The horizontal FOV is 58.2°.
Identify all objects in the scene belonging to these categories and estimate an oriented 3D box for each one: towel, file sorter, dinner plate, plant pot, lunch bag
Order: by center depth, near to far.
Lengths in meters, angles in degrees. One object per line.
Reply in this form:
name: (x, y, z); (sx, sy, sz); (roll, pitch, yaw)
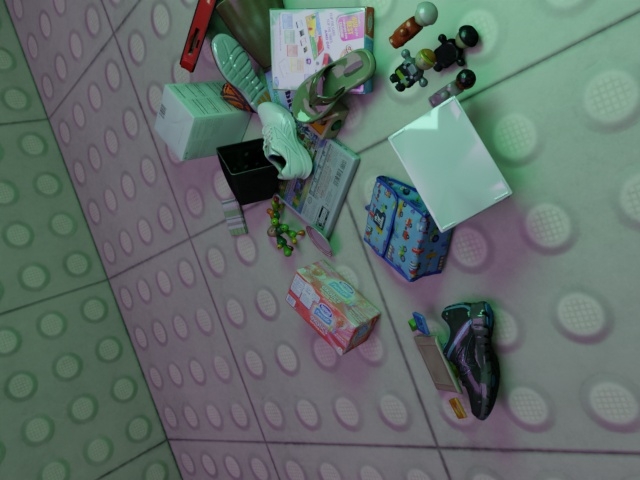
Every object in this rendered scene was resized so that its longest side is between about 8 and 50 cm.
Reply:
file sorter: (0.339, -0.188, 1.482); (0.192, 0.173, 0.278); (-31, 81, 18)
lunch bag: (0.239, -0.051, 1.719); (0.293, 0.138, 0.221); (38, 130, 45)
plant pot: (-0.187, -0.684, 1.851); (0.215, 0.215, 0.230); (-11, 112, 46)
dinner plate: (0.000, 0.000, 1.997); (0.141, 0.017, 0.141); (44, 161, 20)
plant pot: (-0.252, -0.238, 2.062); (0.187, 0.188, 0.167); (-125, 26, -42)
towel: (-0.350, -0.095, 2.345); (0.113, 0.023, 0.152); (-5, 103, 48)

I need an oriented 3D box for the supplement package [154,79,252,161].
supplement package: (-0.432, -0.445, 2.116); (0.198, 0.262, 0.199); (48, 133, 22)

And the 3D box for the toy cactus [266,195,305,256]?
toy cactus: (-0.148, -0.048, 2.119); (0.219, 0.112, 0.180); (66, 156, -3)

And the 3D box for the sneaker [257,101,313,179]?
sneaker: (-0.137, -0.334, 1.911); (0.111, 0.129, 0.297); (-40, 75, 48)

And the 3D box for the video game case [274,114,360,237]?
video game case: (-0.028, -0.221, 1.965); (0.300, 0.036, 0.329); (42, 131, 27)

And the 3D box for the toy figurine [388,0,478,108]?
toy figurine: (0.285, -0.455, 1.421); (0.148, 0.213, 0.210); (-31, 47, 50)

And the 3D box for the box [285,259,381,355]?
box: (0.039, 0.226, 1.985); (0.300, 0.142, 0.154); (41, 130, 26)

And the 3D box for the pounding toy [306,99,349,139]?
pounding toy: (0.017, -0.393, 1.807); (0.141, 0.100, 0.130); (48, 132, 21)

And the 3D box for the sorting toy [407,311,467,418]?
sorting toy: (0.366, 0.371, 1.749); (0.348, 0.047, 0.196); (66, 167, 3)

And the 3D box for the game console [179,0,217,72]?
game console: (-0.383, -0.798, 1.957); (0.342, 0.060, 0.387); (-87, 23, -46)

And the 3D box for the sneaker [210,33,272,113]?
sneaker: (-0.305, -0.556, 1.975); (0.180, 0.125, 0.321); (16, 149, 46)

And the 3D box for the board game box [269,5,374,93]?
board game box: (0.001, -0.569, 1.722); (0.316, 0.064, 0.242); (10, 112, 24)

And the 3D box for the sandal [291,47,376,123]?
sandal: (0.023, -0.452, 1.662); (0.302, 0.086, 0.120); (-32, 90, 32)

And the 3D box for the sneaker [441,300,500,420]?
sneaker: (0.430, 0.340, 1.644); (0.139, 0.125, 0.341); (-3, 93, 29)

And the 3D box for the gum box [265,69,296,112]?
gum box: (-0.097, -0.509, 1.921); (0.184, 0.041, 0.157); (-6, 100, 45)
